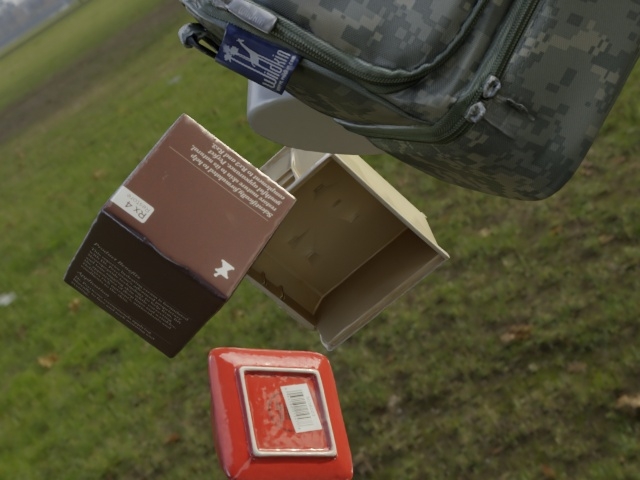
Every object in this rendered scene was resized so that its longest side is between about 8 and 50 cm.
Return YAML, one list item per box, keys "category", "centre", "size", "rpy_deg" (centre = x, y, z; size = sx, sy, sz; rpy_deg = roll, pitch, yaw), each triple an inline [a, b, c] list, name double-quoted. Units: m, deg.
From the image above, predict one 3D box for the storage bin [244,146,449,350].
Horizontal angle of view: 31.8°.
- category: "storage bin"
  centre: [0.000, 0.000, 1.675]
  size: [0.260, 0.262, 0.123]
  rpy_deg: [-40, 32, 17]

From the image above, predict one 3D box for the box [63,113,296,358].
- category: "box"
  centre: [-0.166, 0.000, 1.301]
  size: [0.167, 0.168, 0.203]
  rpy_deg: [-56, 7, -35]

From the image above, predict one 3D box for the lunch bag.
- category: "lunch bag"
  centre: [0.078, -0.203, 0.728]
  size: [0.305, 0.256, 0.212]
  rpy_deg: [-61, 21, 1]

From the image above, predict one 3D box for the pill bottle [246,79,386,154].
- category: "pill bottle"
  centre: [0.032, -0.269, 0.980]
  size: [0.204, 0.361, 0.204]
  rpy_deg: [2, -12, 0]

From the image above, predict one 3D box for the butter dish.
- category: "butter dish"
  centre: [-0.063, 0.211, 1.238]
  size: [0.118, 0.160, 0.160]
  rpy_deg: [-48, 46, 45]
